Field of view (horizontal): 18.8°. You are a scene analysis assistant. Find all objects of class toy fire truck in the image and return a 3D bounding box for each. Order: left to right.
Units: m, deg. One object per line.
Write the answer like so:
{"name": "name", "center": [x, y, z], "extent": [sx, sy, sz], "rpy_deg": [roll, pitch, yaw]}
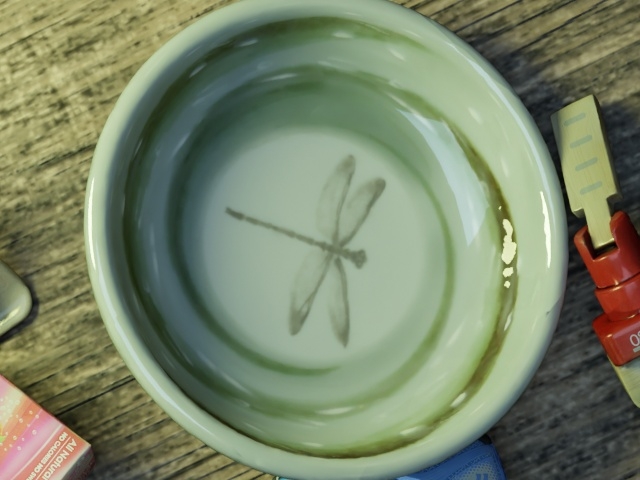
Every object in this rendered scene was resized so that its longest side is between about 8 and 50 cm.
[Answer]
{"name": "toy fire truck", "center": [0.298, -0.013, 1.568], "extent": [0.217, 0.158, 0.246], "rpy_deg": [-28, 98, 5]}

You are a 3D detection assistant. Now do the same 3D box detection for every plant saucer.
{"name": "plant saucer", "center": [0.000, 0.000, 1.568], "extent": [0.400, 0.100, 0.400], "rpy_deg": [3, 78, -17]}

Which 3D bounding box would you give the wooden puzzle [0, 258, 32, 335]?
{"name": "wooden puzzle", "center": [-0.388, 0.049, 1.605], "extent": [0.221, 0.044, 0.239], "rpy_deg": [-34, 132, 5]}

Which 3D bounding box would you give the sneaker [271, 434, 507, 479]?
{"name": "sneaker", "center": [0.000, 0.223, 1.609], "extent": [0.330, 0.130, 0.147], "rpy_deg": [-8, 75, 3]}

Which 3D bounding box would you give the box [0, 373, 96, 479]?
{"name": "box", "center": [-0.332, 0.249, 1.581], "extent": [0.154, 0.142, 0.300], "rpy_deg": [38, 77, 4]}
